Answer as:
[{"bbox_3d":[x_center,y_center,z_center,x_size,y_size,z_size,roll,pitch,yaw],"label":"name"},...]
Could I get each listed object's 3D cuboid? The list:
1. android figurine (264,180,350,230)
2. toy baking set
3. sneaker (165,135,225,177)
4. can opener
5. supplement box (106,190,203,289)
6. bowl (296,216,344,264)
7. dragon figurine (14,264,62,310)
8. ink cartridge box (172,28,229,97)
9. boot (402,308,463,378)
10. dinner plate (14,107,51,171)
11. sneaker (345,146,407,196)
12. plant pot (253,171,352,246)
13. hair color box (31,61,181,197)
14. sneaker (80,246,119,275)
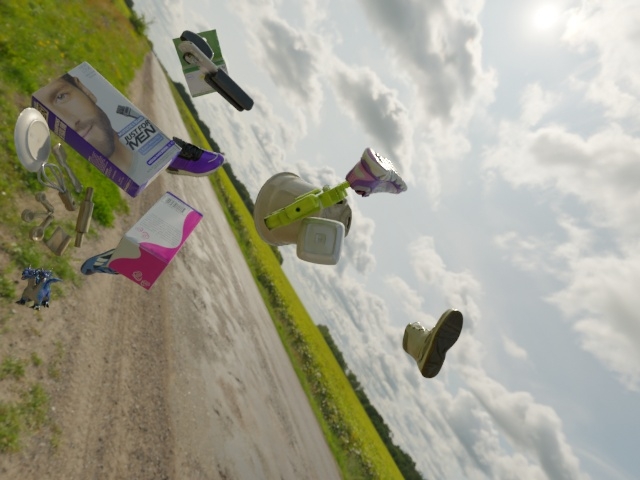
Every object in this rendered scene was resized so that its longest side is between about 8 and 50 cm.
[{"bbox_3d":[-0.032,-0.111,1.185,0.056,0.273,0.248,64,11,-9],"label":"android figurine"},{"bbox_3d":[-0.621,-0.092,0.974,0.197,0.030,0.255,75,23,-77],"label":"toy baking set"},{"bbox_3d":[-0.515,-0.329,1.542,0.146,0.294,0.102,70,32,-44],"label":"sneaker"},{"bbox_3d":[-0.306,-0.504,1.213,0.074,0.093,0.280,11,-21,41],"label":"can opener"},{"bbox_3d":[-0.391,-0.006,0.968,0.111,0.114,0.220,36,28,-15],"label":"supplement box"},{"bbox_3d":[0.000,0.000,1.202,0.053,0.142,0.142,95,4,-85],"label":"bowl"},{"bbox_3d":[-0.940,0.151,1.358,0.085,0.143,0.289,25,-11,-14],"label":"dragon figurine"},{"bbox_3d":[-0.455,-0.683,1.563,0.235,0.171,0.056,91,-22,-63],"label":"ink cartridge box"},{"bbox_3d":[0.322,0.272,1.182,0.077,0.213,0.165,20,10,-16],"label":"boot"},{"bbox_3d":[-0.639,-0.225,0.902,0.141,0.017,0.141,-177,-90,-83],"label":"dinner plate"},{"bbox_3d":[0.135,-0.150,0.995,0.095,0.104,0.236,57,22,21],"label":"sneaker"},{"bbox_3d":[-0.052,-0.104,1.667,0.306,0.333,0.333,16,-35,38],"label":"plant pot"},{"bbox_3d":[-0.597,-0.308,1.138,0.339,0.185,0.110,42,-34,-16],"label":"hair color box"},{"bbox_3d":[-0.521,0.061,0.986,0.053,0.144,0.059,33,35,-80],"label":"sneaker"}]
